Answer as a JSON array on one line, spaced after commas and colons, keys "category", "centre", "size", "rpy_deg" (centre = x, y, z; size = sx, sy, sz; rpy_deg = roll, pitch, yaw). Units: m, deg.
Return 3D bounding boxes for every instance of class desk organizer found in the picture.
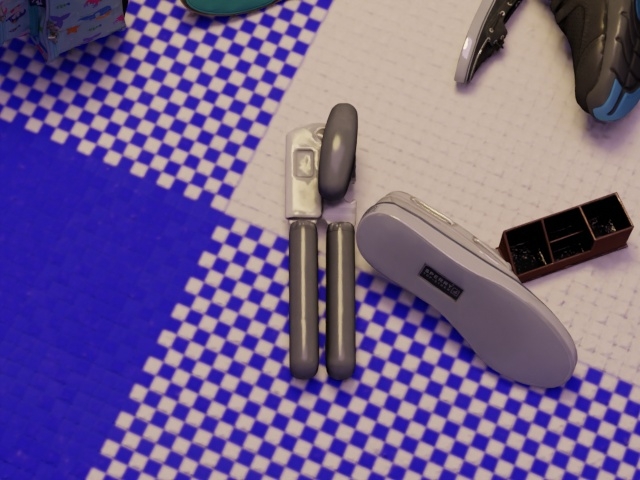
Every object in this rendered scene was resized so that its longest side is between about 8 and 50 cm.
[{"category": "desk organizer", "centre": [0.249, -0.002, 1.633], "size": [0.130, 0.050, 0.047], "rpy_deg": [-19, 69, -8]}]

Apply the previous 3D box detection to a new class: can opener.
[{"category": "can opener", "centre": [0.000, 0.000, 1.614], "size": [0.074, 0.093, 0.280], "rpy_deg": [1, 72, -1]}]

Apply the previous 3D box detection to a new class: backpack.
[{"category": "backpack", "centre": [-0.295, -0.305, 1.646], "size": [0.191, 0.253, 0.225], "rpy_deg": [-28, 74, -7]}]

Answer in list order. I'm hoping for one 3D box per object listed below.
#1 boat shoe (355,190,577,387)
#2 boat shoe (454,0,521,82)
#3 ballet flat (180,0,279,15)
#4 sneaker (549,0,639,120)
[{"category": "boat shoe", "centre": [0.156, 0.040, 1.595], "size": [0.258, 0.095, 0.084], "rpy_deg": [41, 37, -1]}, {"category": "boat shoe", "centre": [0.183, -0.227, 1.728], "size": [0.040, 0.049, 0.142], "rpy_deg": [22, 67, 8]}, {"category": "ballet flat", "centre": [-0.048, -0.303, 1.754], "size": [0.232, 0.080, 0.073], "rpy_deg": [-15, 41, -9]}, {"category": "sneaker", "centre": [0.283, -0.278, 1.730], "size": [0.140, 0.125, 0.340], "rpy_deg": [-5, 64, 21]}]
